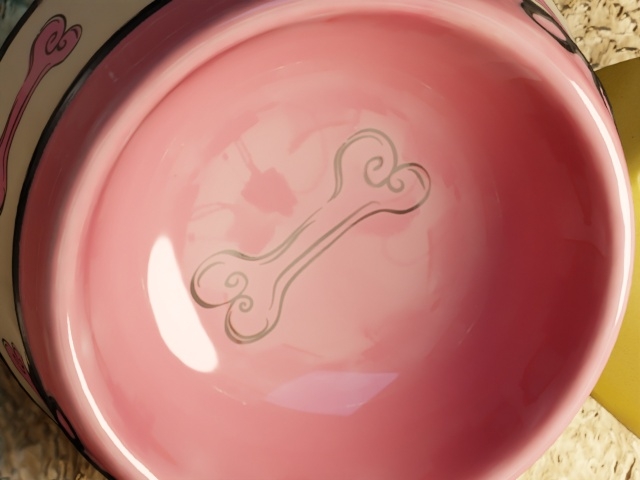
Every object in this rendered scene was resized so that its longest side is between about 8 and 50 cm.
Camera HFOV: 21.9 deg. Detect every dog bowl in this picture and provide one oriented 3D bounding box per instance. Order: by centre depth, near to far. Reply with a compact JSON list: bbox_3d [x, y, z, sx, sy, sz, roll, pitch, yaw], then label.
[{"bbox_3d":[0.000,0.000,0.967,0.408,0.150,0.408,-5,111,-13],"label":"dog bowl"}]

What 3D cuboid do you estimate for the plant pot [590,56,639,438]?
[{"bbox_3d":[0.257,-0.015,1.179,0.212,0.187,0.212,40,62,-6],"label":"plant pot"}]
